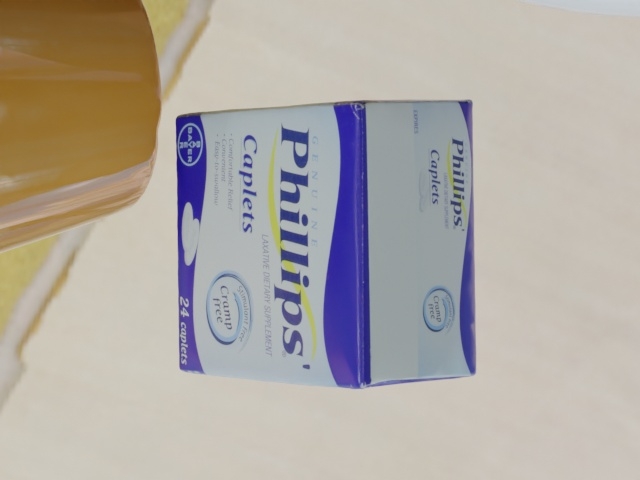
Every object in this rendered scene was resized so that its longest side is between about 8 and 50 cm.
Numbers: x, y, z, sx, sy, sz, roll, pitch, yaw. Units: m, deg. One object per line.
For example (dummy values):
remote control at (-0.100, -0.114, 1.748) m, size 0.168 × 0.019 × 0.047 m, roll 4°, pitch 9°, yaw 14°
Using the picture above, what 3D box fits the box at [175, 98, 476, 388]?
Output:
box at (0.000, 0.000, 0.830) m, size 0.072 × 0.126 × 0.137 m, roll -2°, pitch -179°, yaw -41°

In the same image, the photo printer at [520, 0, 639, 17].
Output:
photo printer at (0.155, -0.249, 0.796) m, size 0.256 × 0.107 × 0.308 m, roll 3°, pitch 115°, yaw -17°

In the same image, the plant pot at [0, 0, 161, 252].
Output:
plant pot at (-0.186, -0.068, 0.870) m, size 0.188 × 0.205 × 0.205 m, roll -6°, pitch 135°, yaw -29°
